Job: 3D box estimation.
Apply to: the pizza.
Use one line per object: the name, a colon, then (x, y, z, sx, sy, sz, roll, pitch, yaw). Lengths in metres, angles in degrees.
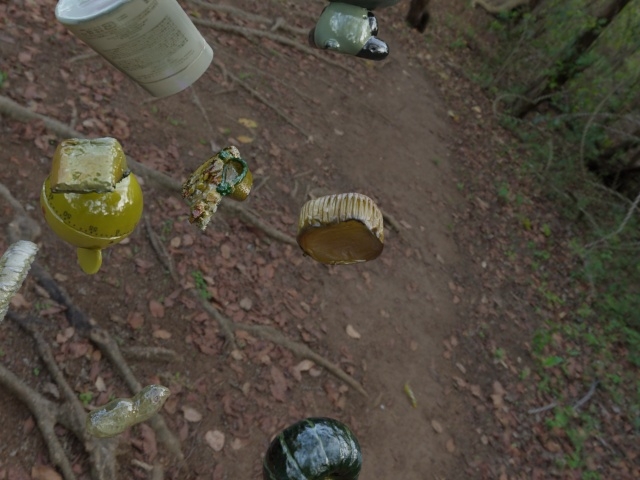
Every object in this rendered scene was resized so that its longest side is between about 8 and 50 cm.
pizza: (-0.376, -0.157, 1.781, 0.074, 0.251, 0.287, 36, 64, -30)

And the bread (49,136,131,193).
bread: (-0.693, -0.225, 1.686, 0.205, 0.162, 0.262, -5, 20, -7)

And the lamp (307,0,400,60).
lamp: (0.061, -0.436, 0.952, 0.198, 0.243, 0.197, 10, 21, -4)

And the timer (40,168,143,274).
timer: (-0.827, -0.113, 2.042, 0.376, 0.387, 0.376, 27, 36, -21)

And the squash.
squash: (-0.021, 0.556, 1.401, 0.252, 0.252, 0.165, 12, 18, -33)

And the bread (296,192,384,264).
bread: (0.046, -0.029, 1.282, 0.199, 0.199, 0.104, 22, 52, -22)

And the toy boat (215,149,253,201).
toy boat: (-0.222, -0.157, 1.423, 0.088, 0.089, 0.229, 41, 17, -28)

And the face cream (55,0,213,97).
face cream: (-0.318, -0.371, 1.054, 0.348, 0.174, 0.081, 31, 35, -80)

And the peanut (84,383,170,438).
peanut: (-0.513, 0.457, 1.530, 0.228, 0.104, 0.085, -20, 53, -24)

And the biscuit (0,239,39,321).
biscuit: (-0.819, 0.136, 1.440, 0.084, 0.281, 0.179, 29, 6, -22)
